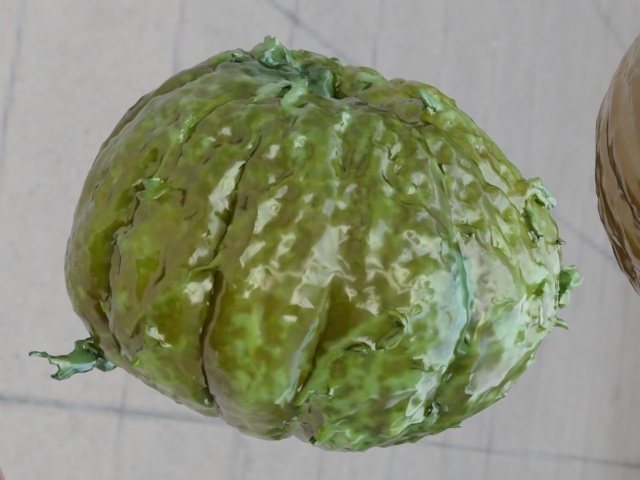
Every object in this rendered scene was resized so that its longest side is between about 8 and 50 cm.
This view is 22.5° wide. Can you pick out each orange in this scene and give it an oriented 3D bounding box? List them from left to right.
[{"bbox_3d":[0.000,0.000,0.960,0.300,0.301,0.223,-18,122,-53],"label":"orange"}]

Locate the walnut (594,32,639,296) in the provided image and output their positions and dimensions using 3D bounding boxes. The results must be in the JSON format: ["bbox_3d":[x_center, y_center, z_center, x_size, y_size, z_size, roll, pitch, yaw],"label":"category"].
[{"bbox_3d":[0.117,-0.010,0.357,0.105,0.124,0.105,-32,155,-17],"label":"walnut"}]

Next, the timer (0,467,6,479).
[{"bbox_3d":[-0.316,0.189,0.707,0.279,0.377,0.378,-103,-178,-54],"label":"timer"}]
